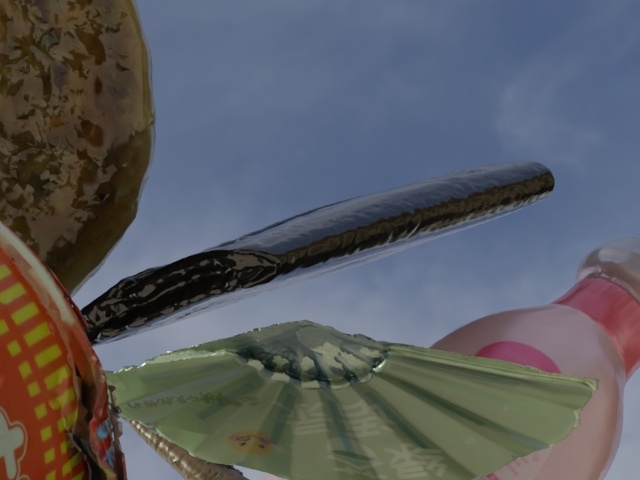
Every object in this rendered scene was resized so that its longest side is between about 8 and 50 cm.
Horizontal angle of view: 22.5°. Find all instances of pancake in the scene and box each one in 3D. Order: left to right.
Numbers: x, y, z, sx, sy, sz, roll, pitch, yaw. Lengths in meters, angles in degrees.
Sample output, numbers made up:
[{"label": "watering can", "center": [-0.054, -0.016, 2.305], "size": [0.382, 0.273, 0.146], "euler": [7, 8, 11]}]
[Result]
[{"label": "pancake", "center": [-0.241, -0.081, 0.868], "size": [0.356, 0.065, 0.356], "euler": [-9, -72, -29]}]

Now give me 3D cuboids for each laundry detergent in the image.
[{"label": "laundry detergent", "center": [0.093, 0.116, 0.932], "size": [0.335, 0.159, 0.088], "euler": [-38, -44, -28]}]

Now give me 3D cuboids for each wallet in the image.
[{"label": "wallet", "center": [0.000, 0.000, 0.987], "size": [0.321, 0.170, 0.044], "euler": [-16, -92, -52]}]

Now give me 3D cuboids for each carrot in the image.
[{"label": "carrot", "center": [-0.093, 0.205, 1.383], "size": [0.049, 0.254, 0.049], "euler": [-35, -38, -32]}]

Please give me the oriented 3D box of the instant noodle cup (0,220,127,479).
[{"label": "instant noodle cup", "center": [-0.192, 0.089, 0.508], "size": [0.193, 0.212, 0.193], "euler": [6, -74, 19]}]

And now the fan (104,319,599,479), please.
[{"label": "fan", "center": [0.010, 0.078, 0.731], "size": [0.240, 0.009, 0.131], "euler": [-2, -40, 18]}]
